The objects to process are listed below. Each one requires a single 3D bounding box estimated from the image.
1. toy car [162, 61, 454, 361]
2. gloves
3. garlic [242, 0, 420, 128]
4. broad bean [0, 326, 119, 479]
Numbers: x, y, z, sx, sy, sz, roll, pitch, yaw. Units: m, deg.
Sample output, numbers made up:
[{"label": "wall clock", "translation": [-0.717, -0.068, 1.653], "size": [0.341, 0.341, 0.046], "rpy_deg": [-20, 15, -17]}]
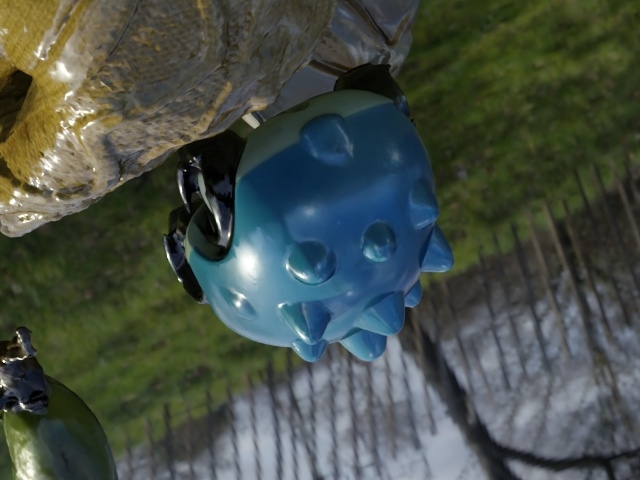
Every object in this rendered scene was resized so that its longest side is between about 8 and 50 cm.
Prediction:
[{"label": "toy car", "translation": [0.000, 0.000, 0.976], "size": [0.188, 0.190, 0.255], "rpy_deg": [-26, 165, -21]}, {"label": "gloves", "translation": [-0.095, -0.120, 0.647], "size": [0.203, 0.155, 0.356], "rpy_deg": [-18, 165, -45]}, {"label": "garlic", "translation": [-0.012, -0.214, 1.251], "size": [0.229, 0.178, 0.143], "rpy_deg": [-51, -153, 3]}, {"label": "broad bean", "translation": [-0.124, 0.175, 0.622], "size": [0.067, 0.325, 0.075], "rpy_deg": [9, -159, 31]}]
